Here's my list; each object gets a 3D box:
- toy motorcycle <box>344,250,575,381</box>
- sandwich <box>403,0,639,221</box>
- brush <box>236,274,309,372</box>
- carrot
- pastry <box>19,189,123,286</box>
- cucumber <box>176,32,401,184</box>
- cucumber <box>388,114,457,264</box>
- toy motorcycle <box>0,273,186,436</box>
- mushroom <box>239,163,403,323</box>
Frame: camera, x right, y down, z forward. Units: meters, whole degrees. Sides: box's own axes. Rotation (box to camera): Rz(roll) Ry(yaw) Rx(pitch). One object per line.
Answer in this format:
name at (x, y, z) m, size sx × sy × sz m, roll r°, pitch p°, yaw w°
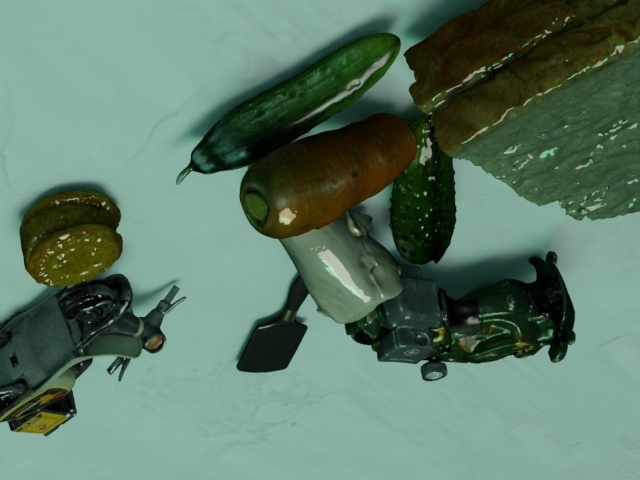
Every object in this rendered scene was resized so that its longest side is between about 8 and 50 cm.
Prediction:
toy motorcycle at (0.168, 0.083, 1.918) m, size 0.275 × 0.124 × 0.187 m, roll 5°, pitch 151°, yaw -29°
sandwich at (0.268, -0.137, 1.591) m, size 0.262 × 0.131 × 0.325 m, roll -30°, pitch 150°, yaw 28°
brush at (-0.040, 0.089, 1.929) m, size 0.063 × 0.016 × 0.193 m, roll -1°, pitch 145°, yaw -23°
carrot at (0.012, -0.062, 1.598) m, size 0.193 × 0.087 × 0.087 m, roll -27°, pitch 159°, yaw -39°
pastry at (-0.236, -0.001, 1.669) m, size 0.097 × 0.057 × 0.109 m, roll 14°, pitch 138°, yaw -41°
cucumber at (-0.030, -0.117, 1.590) m, size 0.250 × 0.056 × 0.056 m, roll -29°, pitch 145°, yaw 17°
cucumber at (0.102, -0.051, 1.739) m, size 0.069 × 0.069 × 0.227 m, roll -12°, pitch 144°, yaw -6°
toy motorcycle at (-0.261, 0.112, 1.806) m, size 0.263 × 0.091 × 0.157 m, roll -36°, pitch 151°, yaw 31°
mushroom at (0.000, -0.001, 1.740) m, size 0.099 × 0.096 × 0.278 m, roll -31°, pitch 138°, yaw 8°
